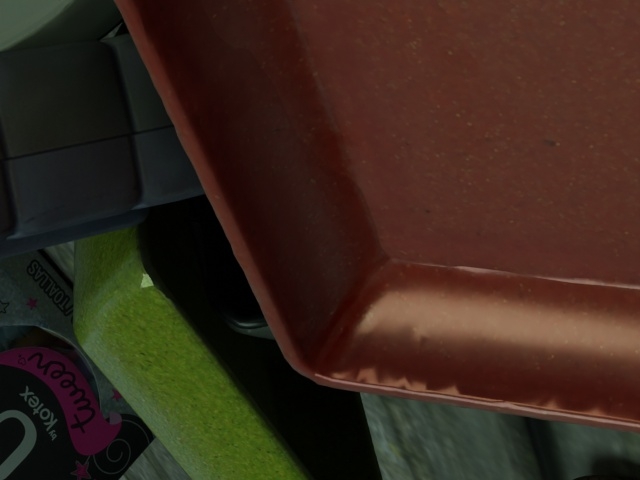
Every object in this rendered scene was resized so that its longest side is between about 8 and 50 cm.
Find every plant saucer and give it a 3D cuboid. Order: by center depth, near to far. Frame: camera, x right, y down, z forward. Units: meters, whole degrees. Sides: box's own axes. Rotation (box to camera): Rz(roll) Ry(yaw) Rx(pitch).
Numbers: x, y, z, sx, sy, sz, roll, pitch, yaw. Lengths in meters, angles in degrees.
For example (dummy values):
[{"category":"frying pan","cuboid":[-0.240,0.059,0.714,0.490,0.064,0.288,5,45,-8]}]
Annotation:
[{"category":"plant saucer","cuboid":[0.082,-0.045,0.304,0.259,0.048,0.258,6,142,25]},{"category":"plant saucer","cuboid":[-0.039,0.033,0.557,0.188,0.045,0.188,57,-170,-31]}]

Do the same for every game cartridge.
[{"category":"game cartridge","cuboid":[-0.212,-0.002,0.453,0.355,0.230,0.068,-5,94,49]}]

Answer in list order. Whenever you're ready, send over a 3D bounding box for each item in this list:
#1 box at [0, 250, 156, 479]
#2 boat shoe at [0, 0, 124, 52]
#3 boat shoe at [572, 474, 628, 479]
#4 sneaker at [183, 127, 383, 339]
[{"category":"box","cuboid":[-0.242,0.067,0.922,0.163,0.142,0.247,3,136,55]},{"category":"boat shoe","cuboid":[-0.149,-0.091,0.582,0.301,0.108,0.102,-7,162,43]},{"category":"boat shoe","cuboid":[0.181,0.208,0.598,0.257,0.095,0.095,43,156,-4]},{"category":"sneaker","cuboid":[0.000,0.000,0.497,0.078,0.106,0.234,32,155,21]}]
